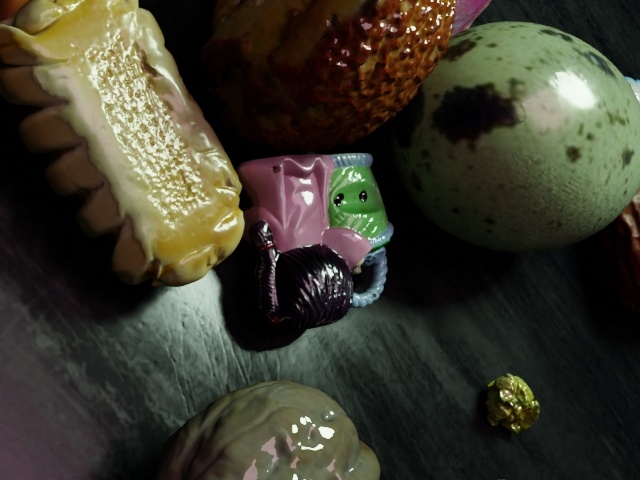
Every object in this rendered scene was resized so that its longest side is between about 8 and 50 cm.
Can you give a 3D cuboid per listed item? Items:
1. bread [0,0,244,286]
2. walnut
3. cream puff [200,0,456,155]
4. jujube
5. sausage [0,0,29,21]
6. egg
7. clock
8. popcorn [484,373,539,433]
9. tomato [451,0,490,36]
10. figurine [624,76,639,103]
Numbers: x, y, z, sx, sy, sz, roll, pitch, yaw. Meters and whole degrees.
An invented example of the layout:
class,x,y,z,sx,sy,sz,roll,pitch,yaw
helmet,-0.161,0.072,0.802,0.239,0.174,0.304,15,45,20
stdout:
class,x,y,z,sx,sy,sz,roll,pitch,yaw
bread,-0.198,-0.097,0.892,0.173,0.121,0.311,-36,106,-37
walnut,-0.044,0.237,0.839,0.224,0.224,0.224,14,64,-32
cream puff,0.017,-0.238,1.003,0.228,0.350,0.350,38,54,-27
jujube,0.506,-0.017,1.364,0.183,0.183,0.243,17,58,-31
sausage,-0.319,-0.286,0.910,0.089,0.089,0.179,-10,79,-39
egg,0.260,-0.128,1.149,0.379,0.287,0.288,-1,73,-36
clock,0.000,0.000,1.030,0.194,0.100,0.195,-4,83,-38
popcorn,0.248,0.210,1.158,0.068,0.059,0.083,-37,104,-40
tomato,0.148,-0.453,1.272,0.289,0.176,0.335,16,65,-28
figurine,0.501,-0.227,1.520,0.114,0.079,0.114,0,81,0
